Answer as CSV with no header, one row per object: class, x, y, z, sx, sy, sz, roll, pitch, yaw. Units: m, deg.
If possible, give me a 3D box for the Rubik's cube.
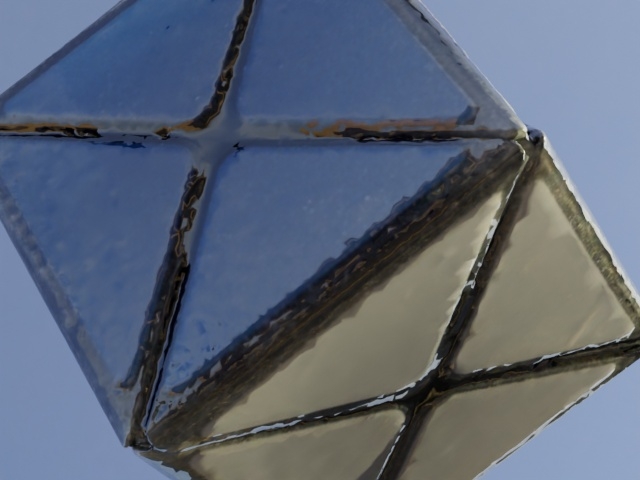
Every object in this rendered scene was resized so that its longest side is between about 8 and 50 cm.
Rubik's cube,0.000,0.000,1.001,0.260,0.259,0.255,-36,-34,6
